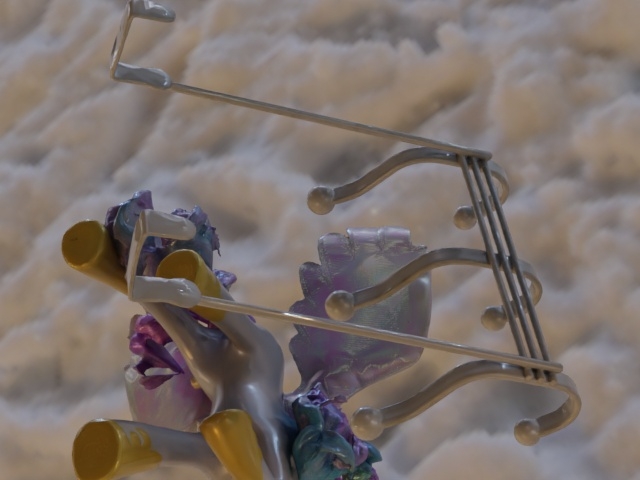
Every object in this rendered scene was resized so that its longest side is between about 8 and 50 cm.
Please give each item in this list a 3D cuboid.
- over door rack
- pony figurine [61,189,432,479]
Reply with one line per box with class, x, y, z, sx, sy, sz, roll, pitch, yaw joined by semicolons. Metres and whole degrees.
over door rack;0.000;0.000;1.102;0.108;0.324;0.239;-52;31;30
pony figurine;-0.065;0.115;1.371;0.302;0.363;0.351;-23;52;17
